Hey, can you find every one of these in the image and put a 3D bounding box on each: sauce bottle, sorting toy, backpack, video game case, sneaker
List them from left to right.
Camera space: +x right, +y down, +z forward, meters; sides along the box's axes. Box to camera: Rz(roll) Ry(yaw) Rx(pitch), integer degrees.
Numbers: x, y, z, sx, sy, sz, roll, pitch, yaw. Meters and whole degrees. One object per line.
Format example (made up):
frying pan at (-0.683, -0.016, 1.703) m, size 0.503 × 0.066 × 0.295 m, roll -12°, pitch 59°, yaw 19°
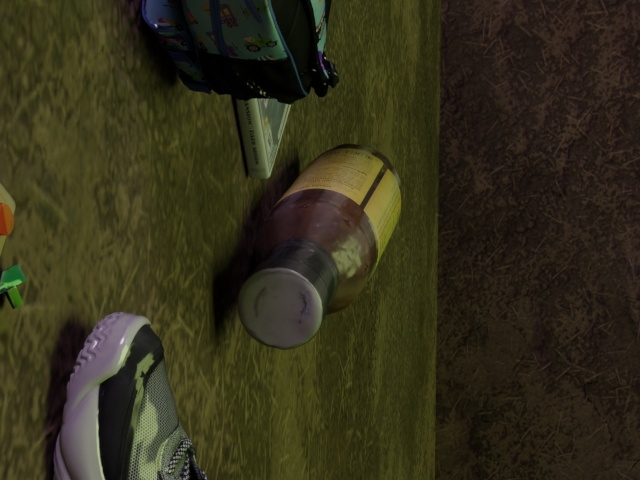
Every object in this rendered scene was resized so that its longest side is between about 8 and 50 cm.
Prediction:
sorting toy at (-0.153, 0.000, 0.587) m, size 0.083 × 0.012 × 0.062 m, roll 69°, pitch 25°, yaw -62°
sneaker at (-0.061, 0.171, 0.720) m, size 0.101 × 0.153 × 0.269 m, roll -51°, pitch 141°, yaw -73°
backpack at (-0.051, -0.185, 0.808) m, size 0.173 × 0.117 × 0.158 m, roll 58°, pitch 36°, yaw -72°
video game case at (-0.046, -0.178, 1.089) m, size 0.190 × 0.022 × 0.173 m, roll -76°, pitch 164°, yaw -47°
sauce bottle at (0.000, 0.000, 1.132) m, size 0.344 × 0.111 × 0.111 m, roll -53°, pitch 143°, yaw -69°
